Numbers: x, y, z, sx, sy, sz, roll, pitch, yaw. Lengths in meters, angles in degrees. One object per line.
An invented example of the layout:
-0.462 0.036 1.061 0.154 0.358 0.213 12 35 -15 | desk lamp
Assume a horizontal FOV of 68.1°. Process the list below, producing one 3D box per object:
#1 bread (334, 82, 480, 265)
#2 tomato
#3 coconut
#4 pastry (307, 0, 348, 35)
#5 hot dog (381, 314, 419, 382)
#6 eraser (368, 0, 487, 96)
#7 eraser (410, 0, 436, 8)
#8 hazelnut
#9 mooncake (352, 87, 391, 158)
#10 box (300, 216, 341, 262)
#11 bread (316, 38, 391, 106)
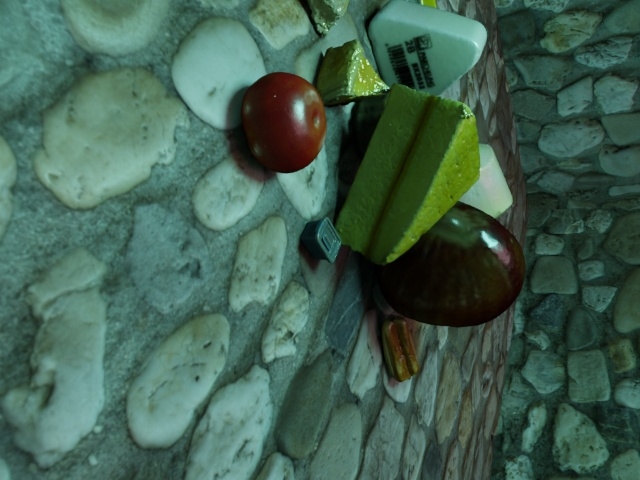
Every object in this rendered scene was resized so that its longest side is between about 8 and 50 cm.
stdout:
0.178 -0.140 1.121 0.361 0.233 0.244 -48 141 -13 | bread
-0.065 -0.229 0.927 0.195 0.136 0.194 4 86 -59 | tomato
0.502 -0.212 1.694 0.309 0.298 0.297 57 42 -18 | coconut
-0.016 -0.588 1.073 0.258 0.089 0.121 40 68 -47 | pastry
0.239 0.334 1.454 0.102 0.076 0.249 -26 114 -16 | hot dog
0.282 -0.579 1.430 0.149 0.332 0.331 -57 135 -39 | eraser
0.378 -0.787 1.718 0.158 0.069 0.225 -51 131 -48 | eraser
0.353 0.054 1.320 0.353 0.421 0.420 -44 127 -30 | hazelnut
0.181 -0.311 1.342 0.228 0.125 0.227 -10 103 -55 | mooncake
0.000 0.000 1.100 0.099 0.054 0.074 58 41 -39 | box
0.077 -0.365 1.155 0.160 0.140 0.169 33 64 -42 | bread
